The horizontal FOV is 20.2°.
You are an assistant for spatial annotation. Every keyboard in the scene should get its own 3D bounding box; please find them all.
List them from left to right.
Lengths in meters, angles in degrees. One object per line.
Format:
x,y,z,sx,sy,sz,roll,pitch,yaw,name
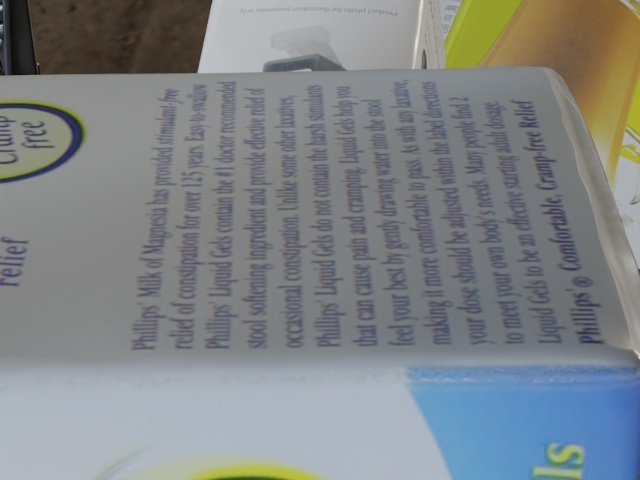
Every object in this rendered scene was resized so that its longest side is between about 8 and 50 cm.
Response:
-0.238,-0.196,1.277,0.033,0.317,0.201,-11,124,-12,keyboard

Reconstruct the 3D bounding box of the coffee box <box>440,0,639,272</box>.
0.185,-0.060,1.354,0.337,0.338,0.334,23,92,-14,coffee box

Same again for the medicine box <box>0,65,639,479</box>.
-0.075,0.103,0.473,0.289,0.149,0.263,-1,119,-2,medicine box

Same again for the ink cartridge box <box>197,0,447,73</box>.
0.000,0.000,0.731,0.158,0.092,0.218,78,18,-52,ink cartridge box
